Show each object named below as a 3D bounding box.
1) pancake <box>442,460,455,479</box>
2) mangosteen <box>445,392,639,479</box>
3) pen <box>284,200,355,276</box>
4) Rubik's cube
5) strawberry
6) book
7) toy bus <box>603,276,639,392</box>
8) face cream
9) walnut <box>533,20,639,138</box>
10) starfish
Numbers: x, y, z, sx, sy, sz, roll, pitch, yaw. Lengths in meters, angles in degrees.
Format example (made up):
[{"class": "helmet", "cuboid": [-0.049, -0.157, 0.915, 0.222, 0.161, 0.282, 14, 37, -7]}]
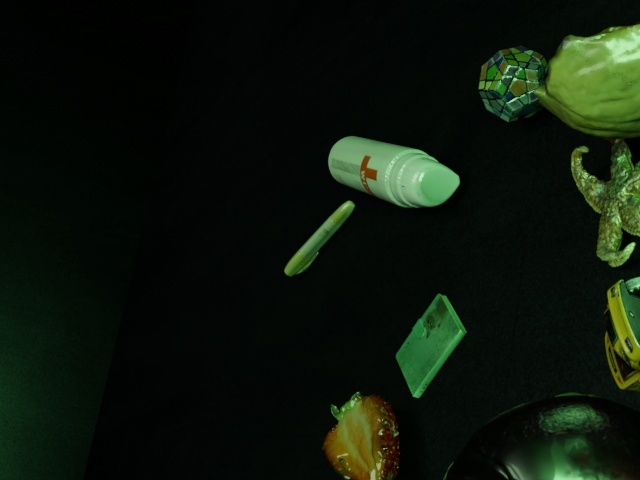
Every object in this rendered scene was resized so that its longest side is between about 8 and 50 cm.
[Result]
[{"class": "pancake", "cuboid": [0.189, 0.342, 1.174, 0.115, 0.011, 0.114, -44, 36, 44]}, {"class": "mangosteen", "cuboid": [0.236, 0.278, 0.865, 0.288, 0.233, 0.287, 175, 90, -67]}, {"class": "pen", "cuboid": [0.000, 0.000, 1.786, 0.233, 0.040, 0.032, -46, 35, 34]}, {"class": "Rubik's cube", "cuboid": [0.285, -0.229, 1.290, 0.093, 0.111, 0.111, -45, 22, -12]}, {"class": "strawberry", "cuboid": [0.076, 0.309, 1.345, 0.192, 0.085, 0.140, 2, 67, 59]}, {"class": "book", "cuboid": [0.165, 0.158, 1.350, 0.135, 0.017, 0.103, -59, 28, 24]}, {"class": "toy bus", "cuboid": [0.337, 0.106, 0.826, 0.088, 0.195, 0.083, -51, 31, 43]}, {"class": "face cream", "cuboid": [0.120, -0.119, 1.543, 0.101, 0.102, 0.345, -69, 23, 4]}, {"class": "walnut", "cuboid": [0.366, -0.192, 1.000, 0.141, 0.204, 0.238, 59, 142, 20]}, {"class": "starfish", "cuboid": [0.372, -0.049, 1.063, 0.209, 0.053, 0.150, -117, 38, -52]}]
